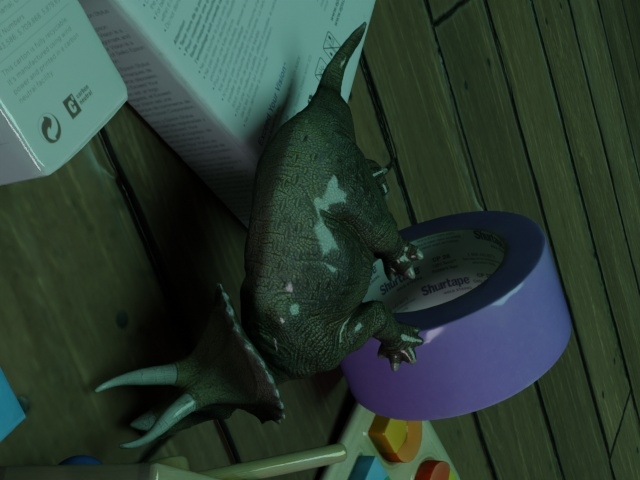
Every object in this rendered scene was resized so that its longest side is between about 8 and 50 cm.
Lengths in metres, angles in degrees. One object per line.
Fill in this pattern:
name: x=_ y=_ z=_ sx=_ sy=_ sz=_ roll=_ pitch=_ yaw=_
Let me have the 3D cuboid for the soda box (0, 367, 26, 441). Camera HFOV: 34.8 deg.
soda box: x=-0.210 y=0.010 z=0.426 sx=0.071 sy=0.067 sz=0.210 roll=-49 pitch=125 yaw=-52

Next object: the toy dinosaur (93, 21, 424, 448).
toy dinosaur: x=0.000 y=0.000 z=0.646 sx=0.160 sy=0.121 sz=0.313 roll=31 pitch=79 yaw=-62

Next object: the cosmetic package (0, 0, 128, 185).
cosmetic package: x=-0.196 y=-0.131 z=0.438 sx=0.231 sy=0.117 sz=0.085 roll=65 pitch=33 yaw=-28

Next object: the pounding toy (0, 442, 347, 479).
pounding toy: x=-0.079 y=0.149 z=0.540 sx=0.130 sy=0.141 sz=0.100 roll=33 pitch=55 yaw=-53

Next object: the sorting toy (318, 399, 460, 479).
sorting toy: x=0.067 y=0.220 z=0.876 sx=0.193 sy=0.038 sz=0.208 roll=61 pitch=36 yaw=-31

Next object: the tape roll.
tape roll: x=0.098 y=0.055 z=0.820 sx=0.189 sy=0.189 sz=0.080 roll=-52 pitch=126 yaw=-51

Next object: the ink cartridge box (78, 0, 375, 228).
ink cartridge box: x=-0.070 y=-0.227 z=0.721 sx=0.330 sy=0.071 sz=0.324 roll=49 pitch=45 yaw=-42
